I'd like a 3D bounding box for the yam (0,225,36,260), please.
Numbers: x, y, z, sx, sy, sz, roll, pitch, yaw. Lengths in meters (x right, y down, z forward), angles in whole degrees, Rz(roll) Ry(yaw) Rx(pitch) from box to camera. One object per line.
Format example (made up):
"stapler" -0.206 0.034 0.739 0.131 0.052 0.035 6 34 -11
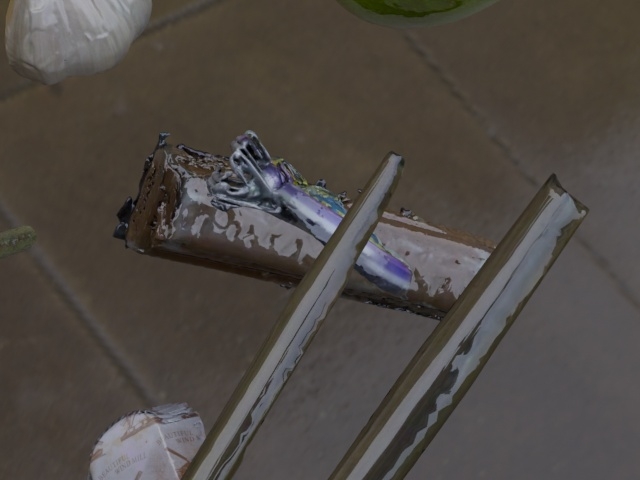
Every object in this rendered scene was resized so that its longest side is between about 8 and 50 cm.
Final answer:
"yam" -0.238 0.009 1.206 0.021 0.021 0.116 47 29 11

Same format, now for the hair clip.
"hair clip" 0.003 -0.005 1.153 0.172 0.049 0.116 36 11 -19

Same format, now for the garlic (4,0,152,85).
"garlic" -0.144 -0.140 1.066 0.074 0.094 0.113 36 61 3

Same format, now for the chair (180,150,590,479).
"chair" 0.027 0.135 0.483 0.188 0.166 0.272 35 87 -13

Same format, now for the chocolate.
"chocolate" 0.000 0.005 1.408 0.329 0.102 0.065 15 21 -24

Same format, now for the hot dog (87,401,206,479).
"hot dog" -0.111 0.200 1.246 0.059 0.108 0.191 40 18 -44

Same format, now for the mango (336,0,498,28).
"mango" 0.099 -0.223 1.160 0.175 0.293 0.143 -39 105 -28
